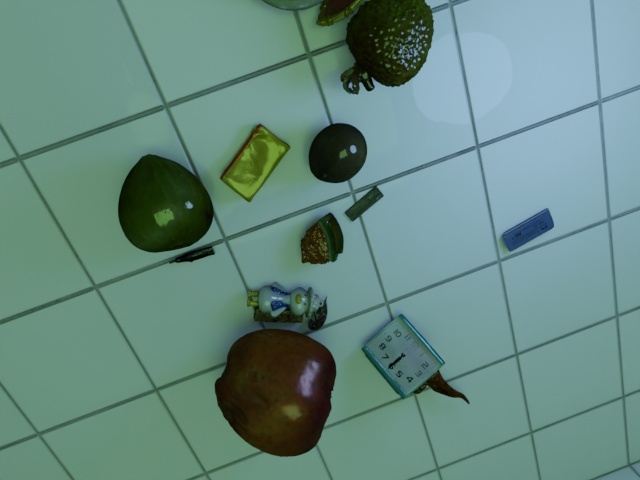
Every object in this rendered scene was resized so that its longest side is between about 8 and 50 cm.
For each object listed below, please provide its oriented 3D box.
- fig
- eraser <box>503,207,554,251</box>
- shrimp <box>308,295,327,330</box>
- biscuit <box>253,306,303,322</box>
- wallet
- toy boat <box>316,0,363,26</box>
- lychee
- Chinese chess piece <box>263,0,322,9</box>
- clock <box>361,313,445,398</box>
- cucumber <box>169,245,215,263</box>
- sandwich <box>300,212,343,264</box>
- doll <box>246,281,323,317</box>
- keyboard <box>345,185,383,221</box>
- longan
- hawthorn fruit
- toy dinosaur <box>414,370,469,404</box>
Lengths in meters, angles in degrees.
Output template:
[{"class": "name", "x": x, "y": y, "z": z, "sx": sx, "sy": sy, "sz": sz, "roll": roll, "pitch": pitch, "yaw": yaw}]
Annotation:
[{"class": "fig", "x": -0.503, "y": -0.123, "z": 1.529, "sx": 0.316, "sy": 0.316, "sz": 0.316, "roll": -3, "pitch": 111, "yaw": -9}, {"class": "eraser", "x": 0.841, "y": -0.043, "z": 1.915, "sx": 0.225, "sy": 0.036, "sz": 0.082, "roll": -29, "pitch": 111, "yaw": 3}, {"class": "shrimp", "x": -0.004, "y": 0.287, "z": 1.884, "sx": 0.065, "sy": 0.056, "sz": 0.165, "roll": 12, "pitch": 106, "yaw": -8}, {"class": "biscuit", "x": -0.164, "y": 0.292, "z": 1.869, "sx": 0.199, "sy": 0.034, "sz": 0.064, "roll": 6, "pitch": 109, "yaw": -11}, {"class": "wallet", "x": -0.228, "y": -0.268, "z": 1.631, "sx": 0.141, "sy": 0.067, "sz": 0.241, "roll": 36, "pitch": 97, "yaw": -16}, {"class": "toy boat", "x": 0.100, "y": -0.788, "z": 1.454, "sx": 0.318, "sy": 0.141, "sz": 0.099, "roll": -51, "pitch": 156, "yaw": 19}, {"class": "lychee", "x": 0.206, "y": -0.605, "z": 1.467, "sx": 0.269, "sy": 0.270, "sz": 0.320, "roll": 14, "pitch": 128, "yaw": -15}, {"class": "Chinese chess piece", "x": -0.082, "y": -0.852, "z": 1.361, "sx": 0.349, "sy": 0.146, "sz": 0.350, "roll": -1, "pitch": 108, "yaw": -3}, {"class": "clock", "x": 0.337, "y": 0.472, "z": 1.946, "sx": 0.231, "sy": 0.116, "sz": 0.262, "roll": -42, "pitch": 75, "yaw": 3}, {"class": "cucumber", "x": -0.465, "y": 0.059, "z": 1.722, "sx": 0.163, "sy": 0.043, "sz": 0.039, "roll": -18, "pitch": 85, "yaw": -1}, {"class": "sandwich", "x": -0.001, "y": -0.008, "z": 1.753, "sx": 0.159, "sy": 0.109, "sz": 0.185, "roll": -7, "pitch": 115, "yaw": 14}, {"class": "doll", "x": -0.132, "y": 0.230, "z": 1.808, "sx": 0.293, "sy": 0.138, "sz": 0.119, "roll": 7, "pitch": 150, "yaw": -10}, {"class": "keyboard", "x": 0.164, "y": -0.136, "z": 1.774, "sx": 0.155, "sy": 0.010, "sz": 0.053, "roll": -39, "pitch": 111, "yaw": 6}, {"class": "longan", "x": 0.059, "y": -0.293, "z": 1.596, "sx": 0.196, "sy": 0.197, "sz": 0.220, "roll": 21, "pitch": 144, "yaw": -17}, {"class": "hawthorn fruit", "x": -0.167, "y": 0.555, "z": 1.759, "sx": 0.471, "sy": 0.472, "sz": 0.472, "roll": -3, "pitch": 111, "yaw": -9}, {"class": "toy dinosaur", "x": 0.469, "y": 0.613, "z": 2.075, "sx": 0.208, "sy": 0.097, "sz": 0.432, "roll": -34, "pitch": 113, "yaw": -2}]
